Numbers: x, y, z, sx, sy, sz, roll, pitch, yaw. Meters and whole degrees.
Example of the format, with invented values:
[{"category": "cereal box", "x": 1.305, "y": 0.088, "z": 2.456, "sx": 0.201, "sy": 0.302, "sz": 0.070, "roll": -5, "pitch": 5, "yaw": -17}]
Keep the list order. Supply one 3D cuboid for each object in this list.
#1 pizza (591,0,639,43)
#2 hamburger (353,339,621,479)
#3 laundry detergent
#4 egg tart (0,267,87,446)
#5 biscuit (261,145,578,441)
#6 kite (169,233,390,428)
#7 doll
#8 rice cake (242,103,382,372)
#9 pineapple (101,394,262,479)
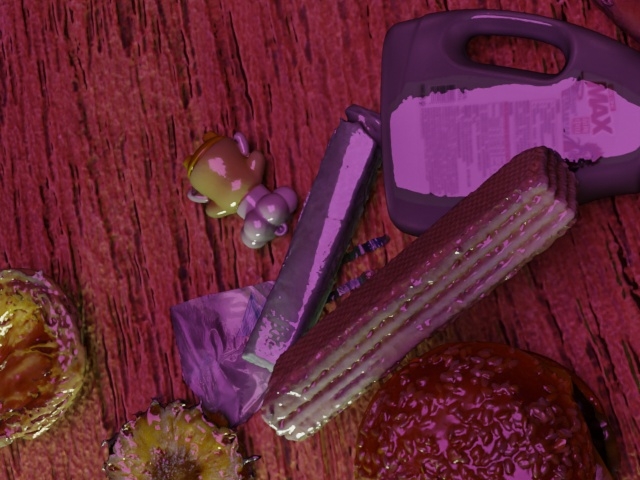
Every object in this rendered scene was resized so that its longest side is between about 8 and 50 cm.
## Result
[{"category": "pizza", "x": 0.378, "y": -0.313, "z": 1.894, "sx": 0.161, "sy": 0.085, "sz": 0.305, "roll": -46, "pitch": 69, "yaw": 33}, {"category": "hamburger", "x": 0.181, "y": 0.248, "z": 1.835, "sx": 0.291, "sy": 0.225, "sz": 0.291, "roll": -2, "pitch": 83, "yaw": 16}, {"category": "laundry detergent", "x": 0.272, "y": -0.142, "z": 1.894, "sx": 0.397, "sy": 0.124, "sz": 0.264, "roll": -4, "pitch": 85, "yaw": 18}, {"category": "egg tart", "x": -0.397, "y": 0.142, "z": 2.117, "sx": 0.232, "sy": 0.098, "sz": 0.252, "roll": 41, "pitch": 102, "yaw": 12}, {"category": "biscuit", "x": 0.104, "y": 0.063, "z": 1.838, "sx": 0.426, "sy": 0.144, "sz": 0.078, "roll": -41, "pitch": 100, "yaw": 21}, {"category": "kite", "x": -0.033, "y": 0.111, "z": 2.035, "sx": 0.310, "sy": 0.015, "sz": 0.169, "roll": -22, "pitch": 79, "yaw": 17}, {"category": "doll", "x": -0.098, "y": -0.062, "z": 2.047, "sx": 0.162, "sy": 0.062, "sz": 0.106, "roll": 45, "pitch": 104, "yaw": 18}, {"category": "rice cake", "x": 0.000, "y": 0.000, "z": 1.989, "sx": 0.066, "sy": 0.063, "sz": 0.336, "roll": 24, "pitch": 95, "yaw": 16}, {"category": "pineapple", "x": -0.166, "y": 0.287, "z": 2.046, "sx": 0.221, "sy": 0.047, "sz": 0.221, "roll": 0, "pitch": 90, "yaw": 21}]
